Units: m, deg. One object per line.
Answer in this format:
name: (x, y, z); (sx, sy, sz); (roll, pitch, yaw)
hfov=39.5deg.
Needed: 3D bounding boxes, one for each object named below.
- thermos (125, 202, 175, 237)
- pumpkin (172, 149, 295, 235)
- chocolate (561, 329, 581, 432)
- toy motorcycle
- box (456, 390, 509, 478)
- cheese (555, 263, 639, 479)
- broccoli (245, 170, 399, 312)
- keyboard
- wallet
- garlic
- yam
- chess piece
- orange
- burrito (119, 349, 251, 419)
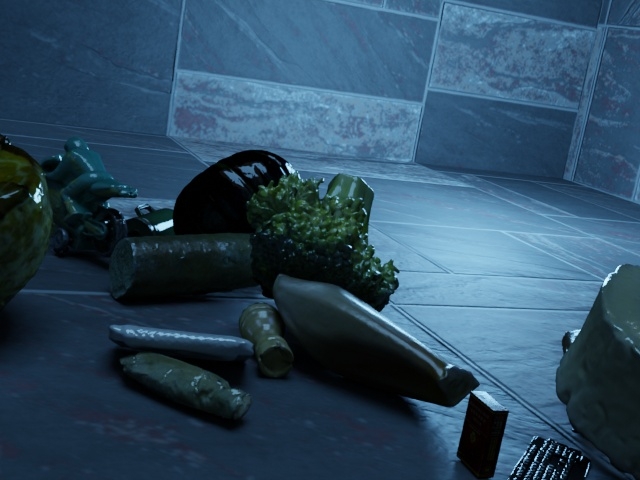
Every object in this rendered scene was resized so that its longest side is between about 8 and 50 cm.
thermos: (-0.317, -0.020, 1.679); (0.083, 0.073, 0.187); (19, 13, 9)
pumpkin: (-0.132, -0.030, 1.604); (0.248, 0.248, 0.248); (9, 13, -2)
chocolate: (0.401, 0.199, 1.275); (0.102, 0.065, 0.329); (12, 15, 7)
toy motorcycle: (-0.423, -0.078, 1.578); (0.296, 0.198, 0.109); (22, 13, 39)
box: (0.180, 0.216, 0.995); (0.023, 0.082, 0.051); (6, 14, -21)
cheese: (0.468, 0.176, 1.071); (0.332, 0.153, 0.292); (29, 30, 17)
broccoli: (0.000, 0.000, 1.386); (0.263, 0.243, 0.247); (29, -30, -7)
keyboard: (0.254, 0.264, 0.996); (0.074, 0.015, 0.196); (16, 15, 23)
wallet: (-0.178, 0.134, 1.139); (0.183, 0.032, 0.124); (7, -11, -8)
garlic: (0.067, 0.137, 1.191); (0.318, 0.112, 0.143); (19, -8, 33)
yam: (-0.208, 0.038, 1.434); (0.259, 0.106, 0.106); (-1, 16, -37)
chess piece: (-0.072, 0.136, 1.206); (0.066, 0.066, 0.122); (6, 17, -15)
orange: (-0.500, -0.007, 1.168); (0.368, 0.210, 0.271); (24, 47, 35)
burrito: (-0.161, 0.167, 1.048); (0.188, 0.045, 0.058); (13, -3, 28)
